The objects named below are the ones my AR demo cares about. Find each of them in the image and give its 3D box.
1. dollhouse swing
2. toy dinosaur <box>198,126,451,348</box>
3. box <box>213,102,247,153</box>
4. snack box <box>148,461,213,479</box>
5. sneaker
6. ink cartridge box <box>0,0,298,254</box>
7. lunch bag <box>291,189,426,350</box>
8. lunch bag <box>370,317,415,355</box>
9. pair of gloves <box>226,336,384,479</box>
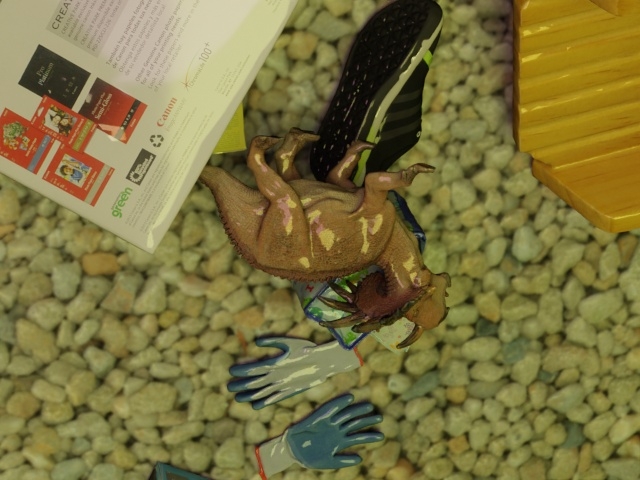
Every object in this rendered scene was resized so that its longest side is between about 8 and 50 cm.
[{"bbox_3d":[0.389,-0.108,1.641,0.315,0.305,0.347,-15,142,-6],"label":"dollhouse swing"},{"bbox_3d":[0.000,0.000,1.643,0.296,0.127,0.200,10,101,-2],"label":"toy dinosaur"},{"bbox_3d":[-0.114,-0.209,1.671,0.058,0.087,0.232,-7,113,-10],"label":"box"},{"bbox_3d":[-0.171,0.430,1.945,0.187,0.060,0.322,21,107,-19],"label":"snack box"},{"bbox_3d":[0.072,-0.148,1.757,0.097,0.084,0.234,15,112,-43],"label":"sneaker"},{"bbox_3d":[-0.197,-0.193,1.548,0.272,0.130,0.309,29,106,-9],"label":"ink cartridge box"},{"bbox_3d":[0.043,0.021,1.780,0.151,0.129,0.096,-43,115,8],"label":"lunch bag"},{"bbox_3d":[0.080,0.080,1.856,0.083,0.053,0.071,37,99,-14],"label":"lunch bag"},{"bbox_3d":[-0.016,0.187,1.897,0.159,0.023,0.198,-19,116,-4],"label":"pair of gloves"}]
